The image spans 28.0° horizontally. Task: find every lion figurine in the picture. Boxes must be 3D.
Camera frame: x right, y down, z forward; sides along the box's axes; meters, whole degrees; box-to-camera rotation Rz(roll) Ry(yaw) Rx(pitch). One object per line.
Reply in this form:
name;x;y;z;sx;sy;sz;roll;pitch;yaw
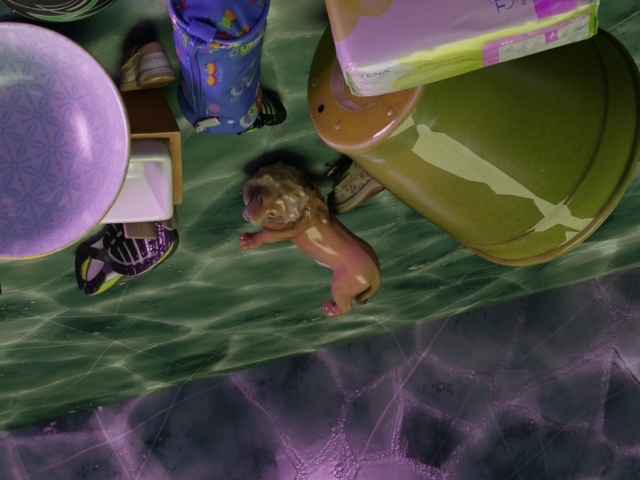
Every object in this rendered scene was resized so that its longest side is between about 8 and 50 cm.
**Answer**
lion figurine;0.000;0.000;2.305;0.392;0.142;0.240;32;152;-25

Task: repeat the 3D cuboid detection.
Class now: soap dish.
soap dish;-0.317;-0.120;1.859;0.229;0.118;0.291;-2;162;-7

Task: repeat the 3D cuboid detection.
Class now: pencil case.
pencil case;-0.130;-0.237;1.631;0.119;0.133;0.306;21;161;3

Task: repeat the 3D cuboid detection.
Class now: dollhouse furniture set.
dollhouse furniture set;-0.313;-0.036;2.164;0.144;0.123;0.151;2;158;-40

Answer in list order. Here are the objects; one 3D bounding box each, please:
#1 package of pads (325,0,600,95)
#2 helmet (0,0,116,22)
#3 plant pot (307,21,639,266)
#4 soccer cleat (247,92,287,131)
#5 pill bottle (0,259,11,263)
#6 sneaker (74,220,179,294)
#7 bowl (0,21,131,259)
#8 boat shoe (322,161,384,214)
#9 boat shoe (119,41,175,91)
package of pads;0.149;-0.301;1.445;0.297;0.229;0.101;-14;163;6
helmet;-0.263;-0.297;1.279;0.161;0.169;0.169;-42;151;27
plant pot;0.183;-0.182;1.731;0.353;0.366;0.366;18;147;-39
soccer cleat;-0.100;-0.189;1.902;0.060;0.072;0.179;-19;162;20
pill bottle;-0.606;-0.009;2.028;0.229;0.131;0.131;-3;161;-30
sneaker;-0.343;0.017;2.382;0.121;0.111;0.300;-15;177;-41
bowl;-0.383;-0.120;1.624;0.289;0.289;0.156;-10;-179;-7
boat shoe;0.084;-0.125;2.257;0.104;0.089;0.285;-33;180;-34
boat shoe;-0.231;-0.232;1.696;0.063;0.059;0.170;-11;-175;-22
